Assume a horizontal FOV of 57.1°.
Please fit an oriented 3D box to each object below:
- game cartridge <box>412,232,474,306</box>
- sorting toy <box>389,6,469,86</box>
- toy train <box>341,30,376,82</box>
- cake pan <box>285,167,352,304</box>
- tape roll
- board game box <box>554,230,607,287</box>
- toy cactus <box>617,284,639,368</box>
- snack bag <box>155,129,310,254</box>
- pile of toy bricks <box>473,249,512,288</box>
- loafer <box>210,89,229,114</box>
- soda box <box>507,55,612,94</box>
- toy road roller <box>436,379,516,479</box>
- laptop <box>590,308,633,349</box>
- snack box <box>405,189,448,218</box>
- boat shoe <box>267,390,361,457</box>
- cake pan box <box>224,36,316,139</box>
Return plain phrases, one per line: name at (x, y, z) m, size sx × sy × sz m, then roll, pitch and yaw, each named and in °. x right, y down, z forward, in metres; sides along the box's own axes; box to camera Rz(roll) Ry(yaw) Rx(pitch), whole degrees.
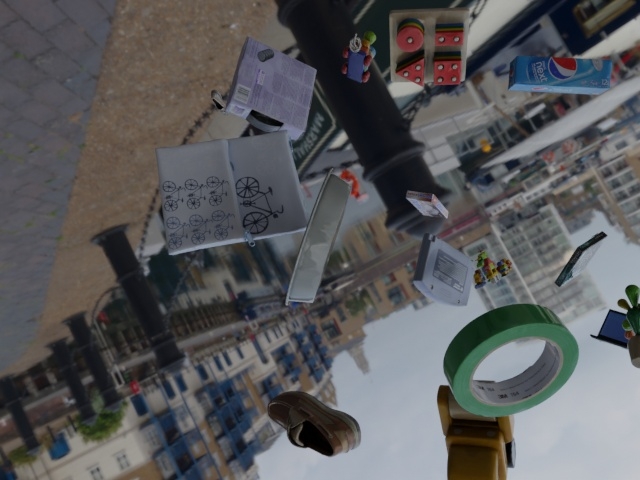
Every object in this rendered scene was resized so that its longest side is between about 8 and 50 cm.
game cartridge at (0.425, 0.117, 2.018) m, size 0.062 × 0.198 × 0.297 m, roll 7°, pitch 164°, yaw 47°
sorting toy at (0.358, -0.628, 1.958) m, size 0.256 × 0.089 × 0.257 m, roll 2°, pitch 138°, yaw 10°
toy train at (0.156, -0.704, 2.128) m, size 0.143 × 0.105 × 0.248 m, roll -60°, pitch 169°, yaw -22°
cake pan at (0.000, 0.000, 1.190) m, size 0.293 × 0.054 × 0.293 m, roll 19°, pitch 90°, yaw -87°
tape roll at (0.468, 0.301, 1.453) m, size 0.321 × 0.321 × 0.077 m, roll -28°, pitch -145°, yaw 7°
board game box at (0.822, 0.061, 1.860) m, size 0.126 × 0.026 × 0.186 m, roll -27°, pitch 147°, yaw -25°
toy cactus at (0.706, 0.205, 1.275) m, size 0.112 × 0.218 × 0.180 m, roll 1°, pitch -145°, yaw 28°
snack bag at (-0.207, -0.125, 1.400) m, size 0.343 × 0.322 × 0.037 m, roll -9°, pitch 148°, yaw -9°
pile of toy bricks at (0.552, 0.081, 1.952) m, size 0.118 × 0.105 × 0.212 m, roll -25°, pitch 176°, yaw 35°
loafer at (-0.376, -0.504, 2.186) m, size 0.045 × 0.039 × 0.125 m, roll 0°, pitch 150°, yaw 19°
soda box at (0.545, -0.378, 1.346) m, size 0.210 × 0.067 × 0.071 m, roll 4°, pitch -177°, yaw 5°
toy road roller at (0.452, 0.591, 1.711) m, size 0.203 × 0.329 × 0.240 m, roll -4°, pitch -157°, yaw 24°
laptop at (1.128, 0.332, 2.116) m, size 0.234 × 0.136 × 0.264 m, roll 17°, pitch 178°, yaw 34°
snack box at (0.261, -0.086, 1.427) m, size 0.064 × 0.022 × 0.178 m, roll 12°, pitch 174°, yaw 25°
boat shoe at (-0.041, 0.503, 1.615) m, size 0.325 × 0.123 × 0.116 m, roll 3°, pitch -164°, yaw 43°
cake pan box at (-0.147, -0.462, 1.805) m, size 0.246 × 0.266 × 0.070 m, roll 18°, pitch 154°, yaw -20°
